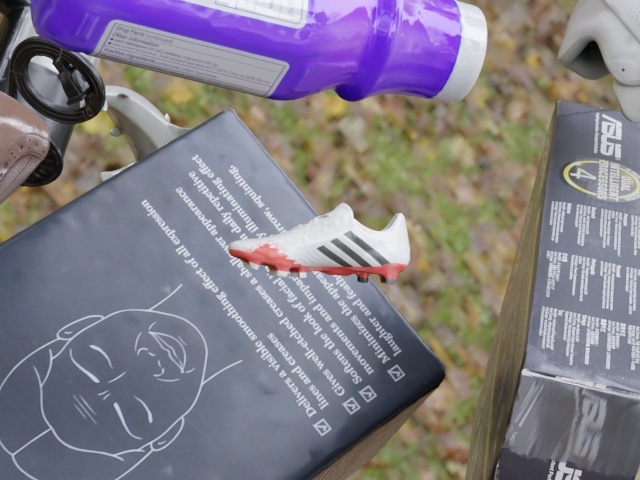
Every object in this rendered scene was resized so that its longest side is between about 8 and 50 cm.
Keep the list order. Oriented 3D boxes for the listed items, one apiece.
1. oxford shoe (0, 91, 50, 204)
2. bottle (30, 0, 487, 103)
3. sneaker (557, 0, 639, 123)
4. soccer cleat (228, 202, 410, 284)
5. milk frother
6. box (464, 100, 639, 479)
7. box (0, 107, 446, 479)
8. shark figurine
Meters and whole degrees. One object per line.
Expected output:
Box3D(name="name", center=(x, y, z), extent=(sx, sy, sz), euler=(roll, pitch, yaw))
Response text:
Box3D(name="oxford shoe", center=(-0.296, 0.015, 1.081), extent=(0.132, 0.363, 0.130), euler=(8, 61, -41))
Box3D(name="bottle", center=(-0.035, -0.146, 1.101), extent=(0.282, 0.092, 0.118), euler=(11, 51, -23))
Box3D(name="sneaker", center=(0.260, -0.126, 1.231), extent=(0.090, 0.232, 0.115), euler=(33, 83, -39))
Box3D(name="soccer cleat", center=(0.000, 0.000, 0.802), extent=(0.083, 0.029, 0.036), euler=(5, 89, -10))
Box3D(name="milk frother", center=(-0.191, -0.130, 1.287), extent=(0.129, 0.143, 0.135), euler=(59, 37, -47))
Box3D(name="box", center=(0.163, 0.123, 1.277), extent=(0.097, 0.318, 0.395), euler=(11, 30, 5))
Box3D(name="box", center=(-0.154, 0.134, 1.448), extent=(0.395, 0.212, 0.293), euler=(-33, 77, -28))
Box3D(name="shark figurine", center=(-0.169, -0.106, 1.843), extent=(0.278, 0.116, 0.166), euler=(56, 41, -50))
